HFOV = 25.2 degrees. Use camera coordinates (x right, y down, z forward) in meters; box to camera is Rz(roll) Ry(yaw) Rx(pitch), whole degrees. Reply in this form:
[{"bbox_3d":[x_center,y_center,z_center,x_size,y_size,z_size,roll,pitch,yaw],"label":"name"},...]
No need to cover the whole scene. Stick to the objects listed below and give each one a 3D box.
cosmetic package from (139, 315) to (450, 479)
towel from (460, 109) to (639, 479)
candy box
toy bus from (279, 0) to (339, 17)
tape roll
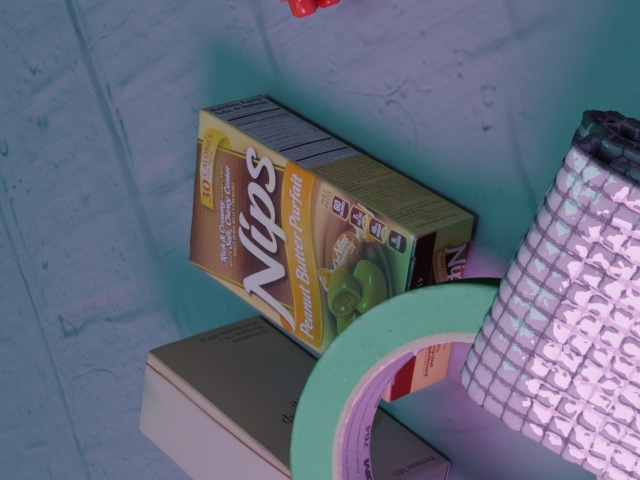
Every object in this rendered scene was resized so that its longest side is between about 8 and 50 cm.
[{"bbox_3d":[-0.034,0.212,1.482,0.309,0.160,0.113,32,126,38],"label":"cosmetic package"},{"bbox_3d":[0.271,0.064,1.034,0.283,0.121,0.235,27,120,8],"label":"towel"},{"bbox_3d":[0.000,0.000,1.418,0.316,0.087,0.183,32,126,38],"label":"candy box"},{"bbox_3d":[-0.050,-0.298,1.275,0.149,0.220,0.211,2,111,53],"label":"toy bus"},{"bbox_3d":[0.134,0.193,1.224,0.321,0.077,0.321,1,92,23],"label":"tape roll"}]
